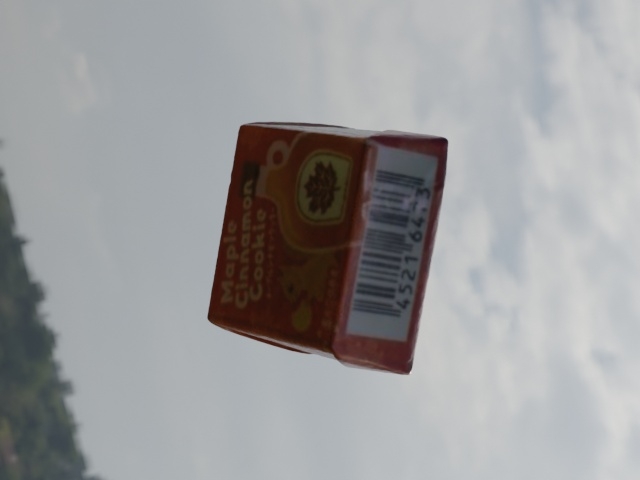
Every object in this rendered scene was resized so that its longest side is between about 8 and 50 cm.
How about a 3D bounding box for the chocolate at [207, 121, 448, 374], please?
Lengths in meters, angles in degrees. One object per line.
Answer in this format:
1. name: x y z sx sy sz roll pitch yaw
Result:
1. chocolate: 0.000 0.000 1.727 0.235 0.108 0.237 12 -87 50
